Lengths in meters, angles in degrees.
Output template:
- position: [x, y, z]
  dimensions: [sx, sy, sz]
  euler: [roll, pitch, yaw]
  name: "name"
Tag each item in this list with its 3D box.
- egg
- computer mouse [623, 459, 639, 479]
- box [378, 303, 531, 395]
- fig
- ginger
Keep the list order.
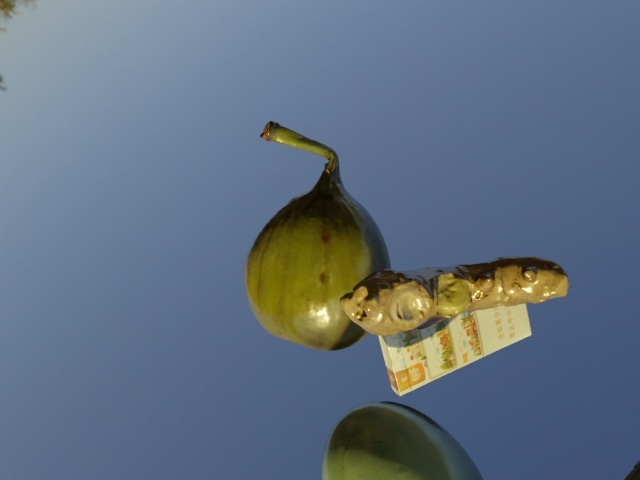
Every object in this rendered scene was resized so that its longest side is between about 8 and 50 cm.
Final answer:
- position: [0.093, 0.281, 0.910]
  dimensions: [0.168, 0.168, 0.231]
  euler: [-40, -121, 9]
  name: "egg"
- position: [0.289, 0.180, 0.535]
  dimensions: [0.374, 0.114, 0.203]
  euler: [-48, 180, -3]
  name: "computer mouse"
- position: [0.190, 0.123, 1.164]
  dimensions: [0.220, 0.122, 0.032]
  euler: [-22, -154, -14]
  name: "box"
- position: [0.000, 0.007, 0.782]
  dimensions: [0.148, 0.142, 0.186]
  euler: [14, -99, 9]
  name: "fig"
- position: [0.096, 0.037, 0.615]
  dimensions: [0.173, 0.051, 0.069]
  euler: [-12, 176, -19]
  name: "ginger"
